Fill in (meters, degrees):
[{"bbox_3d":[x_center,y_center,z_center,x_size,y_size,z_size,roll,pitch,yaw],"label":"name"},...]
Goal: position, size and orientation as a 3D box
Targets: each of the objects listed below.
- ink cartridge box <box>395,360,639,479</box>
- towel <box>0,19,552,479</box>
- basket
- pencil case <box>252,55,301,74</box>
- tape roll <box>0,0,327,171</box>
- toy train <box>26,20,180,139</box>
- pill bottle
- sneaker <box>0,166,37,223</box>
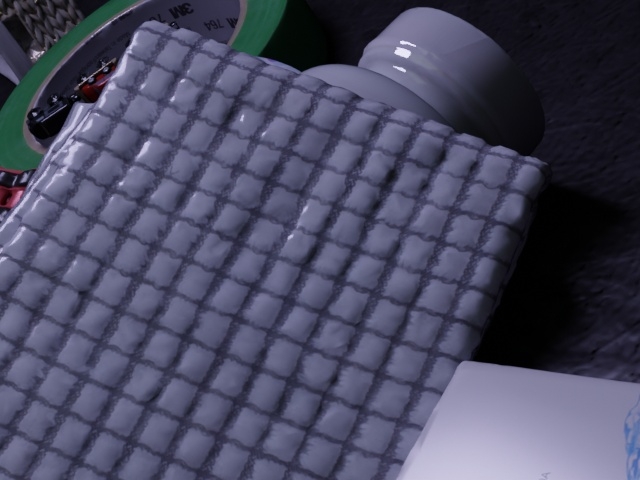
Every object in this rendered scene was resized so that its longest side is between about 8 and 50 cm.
[{"bbox_3d":[0.141,0.168,0.458,0.232,0.171,0.168,4,50,42],"label":"ink cartridge box"},{"bbox_3d":[-0.048,0.057,0.602,0.235,0.121,0.284,20,68,12],"label":"towel"},{"bbox_3d":[-0.341,-0.253,1.419,0.103,0.113,0.167,-39,34,-12],"label":"basket"},{"bbox_3d":[-0.101,-0.015,0.885,0.113,0.124,0.273,24,53,40],"label":"pencil case"},{"bbox_3d":[-0.150,-0.135,1.147,0.321,0.077,0.321,-23,36,18],"label":"tape roll"},{"bbox_3d":[-0.186,-0.138,1.090,0.158,0.027,0.036,-36,38,0],"label":"toy train"},{"bbox_3d":[0.000,0.000,0.778,0.301,0.169,0.169,-47,36,-17],"label":"pill bottle"},{"bbox_3d":[-0.225,0.006,1.019,0.314,0.136,0.116,16,60,20],"label":"sneaker"}]
